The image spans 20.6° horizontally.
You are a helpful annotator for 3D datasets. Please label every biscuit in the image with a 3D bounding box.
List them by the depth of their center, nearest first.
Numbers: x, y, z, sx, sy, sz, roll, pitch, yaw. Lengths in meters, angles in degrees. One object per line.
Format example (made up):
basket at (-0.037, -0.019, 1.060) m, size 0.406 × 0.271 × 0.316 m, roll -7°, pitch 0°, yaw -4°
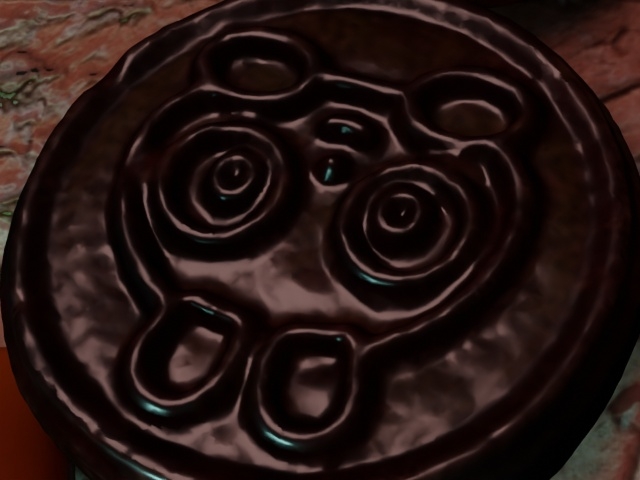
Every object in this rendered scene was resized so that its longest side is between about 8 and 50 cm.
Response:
biscuit at (0.000, 0.000, 1.087) m, size 0.407 × 0.091 × 0.407 m, roll -3°, pitch 59°, yaw 5°

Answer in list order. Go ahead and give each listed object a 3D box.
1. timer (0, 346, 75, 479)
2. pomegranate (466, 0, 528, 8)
timer at (-0.259, 0.199, 1.098) m, size 0.250 × 0.161 × 0.257 m, roll -32°, pitch 31°, yaw 13°
pomegranate at (0.104, -0.257, 1.194) m, size 0.235 × 0.210 × 0.210 m, roll -19°, pitch 53°, yaw 23°
